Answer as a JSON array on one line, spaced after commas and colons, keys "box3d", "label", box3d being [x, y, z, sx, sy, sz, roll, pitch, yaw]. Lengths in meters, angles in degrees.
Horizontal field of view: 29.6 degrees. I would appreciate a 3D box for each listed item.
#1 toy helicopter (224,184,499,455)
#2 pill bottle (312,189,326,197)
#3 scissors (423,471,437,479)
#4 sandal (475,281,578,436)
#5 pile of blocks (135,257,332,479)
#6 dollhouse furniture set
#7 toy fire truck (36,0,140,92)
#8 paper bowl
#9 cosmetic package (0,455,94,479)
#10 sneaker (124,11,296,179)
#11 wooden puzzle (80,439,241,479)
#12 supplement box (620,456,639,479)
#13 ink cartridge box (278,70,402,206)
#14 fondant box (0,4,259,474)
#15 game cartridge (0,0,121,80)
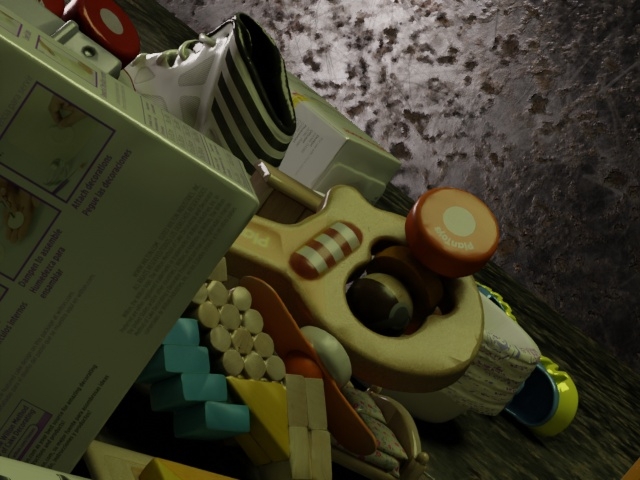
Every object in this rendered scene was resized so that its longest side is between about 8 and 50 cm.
[{"box3d": [-0.026, 0.037, 1.060, 0.355, 0.140, 0.235, 21, 54, -5], "label": "toy helicopter"}, {"box3d": [0.000, 0.000, 1.667, 0.121, 0.121, 0.216, 44, 14, 35], "label": "pill bottle"}, {"box3d": [0.227, 0.328, 1.254, 0.297, 0.021, 0.109, 38, 13, 14], "label": "scissors"}, {"box3d": [0.233, 0.151, 1.760, 0.138, 0.126, 0.317, 16, 21, -51], "label": "sandal"}, {"box3d": [-0.134, 0.062, 0.936, 0.149, 0.113, 0.362, -40, 102, -45], "label": "pile of blocks"}, {"box3d": [-0.025, 0.076, 1.121, 0.303, 0.174, 0.355, 29, 12, -31], "label": "dollhouse furniture set"}, {"box3d": [-0.311, -0.158, 1.353, 0.302, 0.169, 0.254, 21, 42, -52], "label": "toy fire truck"}, {"box3d": [0.114, 0.110, 1.475, 0.284, 0.148, 0.284, 34, 11, -8], "label": "paper bowl"}, {"box3d": [-0.183, 0.151, 0.605, 0.239, 0.060, 0.099, 26, 13, -42], "label": "cosmetic package"}, {"box3d": [-0.193, -0.217, 1.622, 0.447, 0.257, 0.169, 41, 12, 27], "label": "sneaker"}, {"box3d": [-0.038, 0.220, 0.803, 0.221, 0.044, 0.238, 26, 15, -42], "label": "wooden puzzle"}, {"box3d": [0.377, 0.366, 1.030, 0.195, 0.194, 0.356, 30, 16, -29], "label": "supplement box"}, {"box3d": [-0.060, -0.132, 1.835, 0.270, 0.197, 0.198, 41, 11, 26], "label": "ink cartridge box"}, {"box3d": [-0.238, -0.026, 0.711, 0.330, 0.238, 0.096, 32, 12, -20], "label": "fondant box"}, {"box3d": [-0.395, -0.203, 1.151, 0.355, 0.068, 0.230, 36, 45, 1], "label": "game cartridge"}]
